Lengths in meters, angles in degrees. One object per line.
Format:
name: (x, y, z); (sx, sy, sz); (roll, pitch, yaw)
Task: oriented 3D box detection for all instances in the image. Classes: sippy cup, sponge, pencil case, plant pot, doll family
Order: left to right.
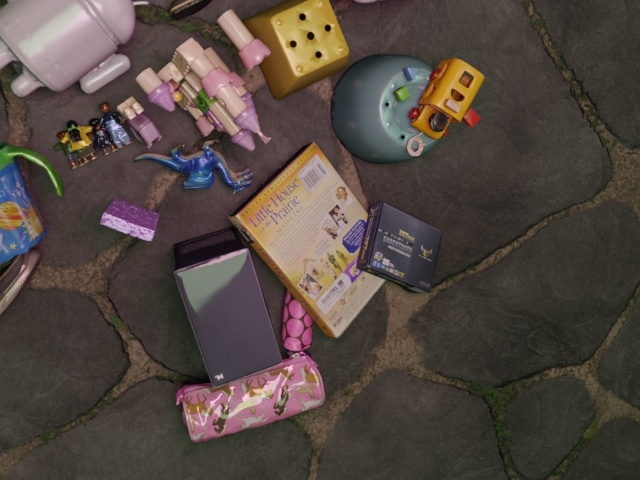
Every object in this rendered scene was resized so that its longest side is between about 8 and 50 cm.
sippy cup: (-0.747, -0.069, 1.307); (0.306, 0.240, 0.224); (-8, 120, 27)
doll family: (-0.543, -0.254, 1.390); (0.193, 0.076, 0.111); (-26, 102, -13)
sponge: (-0.446, -0.052, 1.381); (0.117, 0.210, 0.031); (21, 97, -16)
pencil case: (-0.186, 0.419, 1.572); (0.386, 0.160, 0.167); (-16, 72, -10)
plant pot: (-0.044, -0.481, 1.405); (0.212, 0.187, 0.212); (-27, 106, -8)
pencil case: (-0.049, 0.193, 1.597); (0.098, 0.095, 0.209); (-3, 107, -52)
plant pot: (0.194, -0.331, 1.471); (0.293, 0.235, 0.292); (-3, 102, -13)

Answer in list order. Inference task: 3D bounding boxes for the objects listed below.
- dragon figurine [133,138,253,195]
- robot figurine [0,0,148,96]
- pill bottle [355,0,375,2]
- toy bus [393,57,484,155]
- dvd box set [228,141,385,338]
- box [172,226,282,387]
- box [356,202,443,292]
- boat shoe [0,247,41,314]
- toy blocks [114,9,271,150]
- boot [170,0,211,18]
dragon figurine: (-0.311, -0.171, 1.455); (0.289, 0.085, 0.143); (-11, 103, -13)
robot figurine: (-0.555, -0.466, 1.273); (0.353, 0.200, 0.300); (-40, 132, -3)
pill bottle: (0.144, -0.657, 1.380); (0.302, 0.169, 0.169); (-22, 107, -32)
toy bus: (0.282, -0.308, 1.319); (0.191, 0.104, 0.202); (-19, 105, -9)
dvd box set: (0.000, 0.000, 1.522); (0.307, 0.062, 0.420); (-48, 110, -26)
box: (-0.234, 0.149, 1.431); (0.183, 0.294, 0.296); (-18, 106, -10)
box: (0.220, 0.024, 1.589); (0.233, 0.059, 0.183); (24, 71, -29)
boat shoe: (-0.811, 0.141, 1.371); (0.130, 0.132, 0.355); (42, 88, -18)
toy blocks: (-0.249, -0.291, 1.318); (0.309, 0.289, 0.260); (-43, 103, -18)
boot: (-0.301, -0.627, 1.378); (0.198, 0.077, 0.137); (-39, 103, -17)
